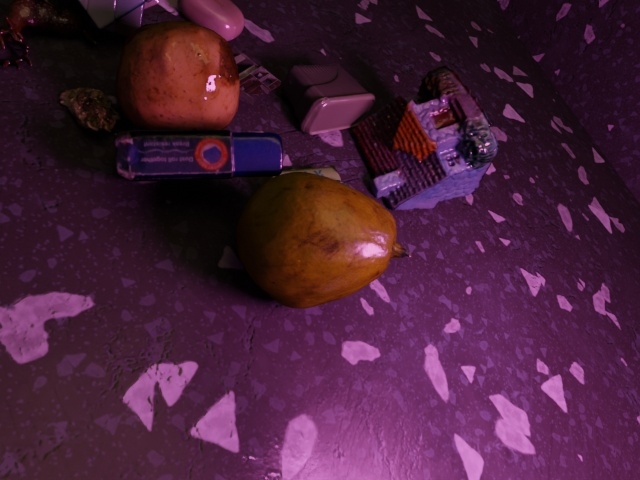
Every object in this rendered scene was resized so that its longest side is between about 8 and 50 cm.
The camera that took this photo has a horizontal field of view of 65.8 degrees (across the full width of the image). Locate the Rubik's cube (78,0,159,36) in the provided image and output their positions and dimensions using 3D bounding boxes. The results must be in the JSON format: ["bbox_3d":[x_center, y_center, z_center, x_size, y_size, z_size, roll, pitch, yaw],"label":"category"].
[{"bbox_3d":[-0.504,-0.638,1.216,0.265,0.224,0.213,59,-4,-27],"label":"Rubik's cube"}]

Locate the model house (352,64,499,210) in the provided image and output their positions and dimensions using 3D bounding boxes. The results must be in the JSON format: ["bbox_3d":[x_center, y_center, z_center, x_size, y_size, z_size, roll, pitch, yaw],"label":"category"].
[{"bbox_3d":[0.272,-0.292,1.487,0.339,0.297,0.360,-20,69,-8],"label":"model house"}]

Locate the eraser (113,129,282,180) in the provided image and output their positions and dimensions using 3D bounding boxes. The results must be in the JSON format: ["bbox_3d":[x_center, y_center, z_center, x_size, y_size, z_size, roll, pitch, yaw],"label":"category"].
[{"bbox_3d":[-0.253,-0.176,1.041,0.332,0.155,0.101,-2,96,-15],"label":"eraser"}]

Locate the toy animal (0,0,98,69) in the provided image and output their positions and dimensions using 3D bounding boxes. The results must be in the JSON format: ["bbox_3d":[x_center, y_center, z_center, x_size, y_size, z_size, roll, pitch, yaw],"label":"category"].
[{"bbox_3d":[-0.643,-0.502,1.120,0.243,0.087,0.260,-17,67,-39],"label":"toy animal"}]

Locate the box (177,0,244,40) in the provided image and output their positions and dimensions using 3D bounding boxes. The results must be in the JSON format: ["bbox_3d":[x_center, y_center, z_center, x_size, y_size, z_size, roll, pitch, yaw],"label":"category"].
[{"bbox_3d":[-0.321,-0.675,1.457,0.200,0.088,0.146,36,47,-5],"label":"box"}]

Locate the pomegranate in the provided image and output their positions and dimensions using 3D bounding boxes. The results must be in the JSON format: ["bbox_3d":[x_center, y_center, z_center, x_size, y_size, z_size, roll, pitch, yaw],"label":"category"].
[{"bbox_3d":[-0.314,-0.354,1.106,0.281,0.281,0.281,18,51,-23],"label":"pomegranate"}]

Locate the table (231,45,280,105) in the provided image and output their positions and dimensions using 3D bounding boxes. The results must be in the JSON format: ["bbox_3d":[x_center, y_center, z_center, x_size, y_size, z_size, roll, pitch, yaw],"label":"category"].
[{"bbox_3d":[-0.222,-0.449,1.379,0.175,0.062,0.146,39,46,-2],"label":"table"}]

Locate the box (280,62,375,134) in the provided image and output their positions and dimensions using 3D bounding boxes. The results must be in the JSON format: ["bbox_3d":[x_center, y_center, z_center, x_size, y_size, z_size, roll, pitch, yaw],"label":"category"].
[{"bbox_3d":[0.013,-0.431,1.488,0.274,0.138,0.178,-21,66,-44],"label":"box"}]

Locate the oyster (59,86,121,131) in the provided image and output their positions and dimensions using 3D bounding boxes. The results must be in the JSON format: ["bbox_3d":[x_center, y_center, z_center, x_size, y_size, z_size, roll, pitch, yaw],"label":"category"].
[{"bbox_3d":[-0.494,-0.287,1.091,0.108,0.053,0.165,-13,59,-50],"label":"oyster"}]

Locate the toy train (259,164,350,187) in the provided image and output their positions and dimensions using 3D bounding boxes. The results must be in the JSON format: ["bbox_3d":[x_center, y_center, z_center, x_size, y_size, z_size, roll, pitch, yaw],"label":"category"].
[{"bbox_3d":[-0.034,-0.132,1.263,0.253,0.105,0.157,-12,52,-38],"label":"toy train"}]

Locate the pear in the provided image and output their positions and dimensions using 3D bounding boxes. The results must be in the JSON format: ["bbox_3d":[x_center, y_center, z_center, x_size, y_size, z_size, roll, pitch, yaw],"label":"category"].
[{"bbox_3d":[0.000,0.000,1.017,0.375,0.287,0.287,8,46,15],"label":"pear"}]
